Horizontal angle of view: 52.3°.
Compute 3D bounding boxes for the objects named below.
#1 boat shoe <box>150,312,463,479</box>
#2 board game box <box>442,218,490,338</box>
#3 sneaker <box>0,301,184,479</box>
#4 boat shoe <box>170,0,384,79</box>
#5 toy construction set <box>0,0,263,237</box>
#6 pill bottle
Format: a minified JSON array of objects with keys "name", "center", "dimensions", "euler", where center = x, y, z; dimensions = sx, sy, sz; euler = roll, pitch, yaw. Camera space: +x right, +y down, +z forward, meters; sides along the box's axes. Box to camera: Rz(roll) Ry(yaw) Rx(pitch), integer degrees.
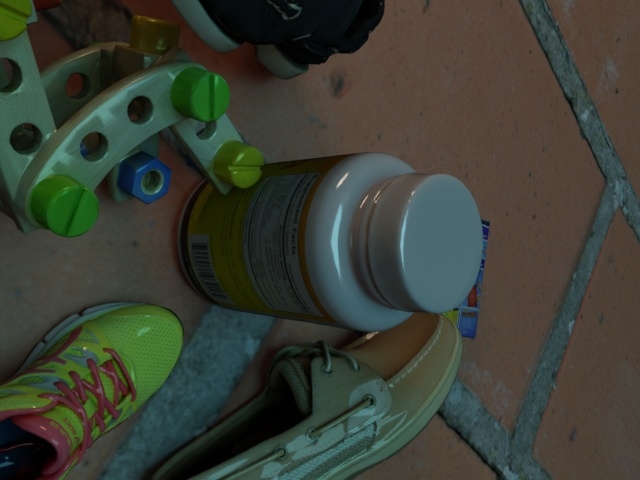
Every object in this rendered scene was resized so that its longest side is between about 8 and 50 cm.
[{"name":"boat shoe","center":[0.002,0.134,0.536],"dimensions":[0.302,0.109,0.098],"euler":[-35,109,-27]},{"name":"board game box","center":[0.101,0.024,0.676],"dimensions":[0.201,0.035,0.136],"euler":[16,80,-42]},{"name":"sneaker","center":[-0.159,0.107,0.397],"dimensions":[0.208,0.094,0.081],"euler":[-35,112,-38]},{"name":"boat shoe","center":[-0.013,-0.173,0.392],"dimensions":[0.340,0.113,0.127],"euler":[-2,77,-79]},{"name":"toy construction set","center":[-0.154,-0.144,0.337],"dimensions":[0.215,0.151,0.327],"euler":[-31,118,-35]},{"name":"pill bottle","center":[0.000,0.000,0.459],"dimensions":[0.117,0.215,0.117],"euler":[-2,92,-43]}]
